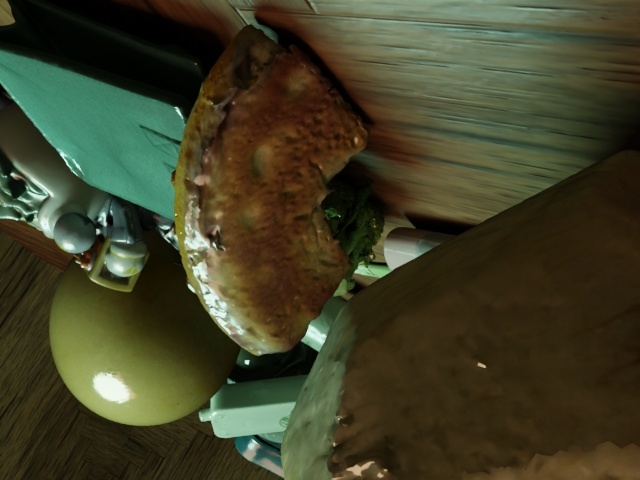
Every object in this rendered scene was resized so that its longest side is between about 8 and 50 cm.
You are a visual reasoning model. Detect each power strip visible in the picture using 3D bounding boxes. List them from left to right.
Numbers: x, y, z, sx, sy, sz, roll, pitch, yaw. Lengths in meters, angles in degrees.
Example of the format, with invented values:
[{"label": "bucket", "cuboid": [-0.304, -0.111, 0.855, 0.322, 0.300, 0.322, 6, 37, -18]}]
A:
[{"label": "power strip", "cuboid": [-0.009, 0.264, 1.374, 0.385, 0.062, 0.091, -6, 139, -2]}]

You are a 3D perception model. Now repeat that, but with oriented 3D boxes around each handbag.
[{"label": "handbag", "cuboid": [-0.176, -0.121, 0.828, 0.274, 0.100, 0.269, 21, 159, 25]}]

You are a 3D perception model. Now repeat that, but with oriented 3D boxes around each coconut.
[{"label": "coconut", "cuboid": [0.191, 0.146, 0.519, 0.415, 0.415, 0.345, 39, -167, -28]}]

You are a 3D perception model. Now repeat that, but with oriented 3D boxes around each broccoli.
[{"label": "broccoli", "cuboid": [0.000, 0.000, 0.828, 0.131, 0.120, 0.130, -8, 142, -3]}]

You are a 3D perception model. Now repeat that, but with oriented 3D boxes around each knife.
[{"label": "knife", "cuboid": [0.073, 0.037, 1.015, 0.030, 0.014, 0.207, 39, 164, -27]}]

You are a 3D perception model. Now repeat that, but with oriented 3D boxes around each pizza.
[{"label": "pizza", "cuboid": [-0.047, -0.031, 0.702, 0.085, 0.161, 0.305, 45, 140, 50]}]

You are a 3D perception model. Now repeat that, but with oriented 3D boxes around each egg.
[{"label": "egg", "cuboid": [-0.272, 0.120, 1.329, 0.301, 0.301, 0.374, 38, -157, -27]}]

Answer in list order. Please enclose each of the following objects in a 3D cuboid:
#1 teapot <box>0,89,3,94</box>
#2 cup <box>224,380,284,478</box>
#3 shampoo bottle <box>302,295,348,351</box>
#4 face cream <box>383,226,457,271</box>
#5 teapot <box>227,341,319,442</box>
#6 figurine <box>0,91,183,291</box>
[{"label": "teapot", "cuboid": [-0.557, -0.209, 1.117, 0.183, 0.183, 0.251, 9, 142, 52]}, {"label": "cup", "cuboid": [-0.046, 0.354, 1.774, 0.292, 0.242, 0.308, 30, 177, -10]}, {"label": "shampoo bottle", "cuboid": [-0.029, 0.092, 1.183, 0.262, 0.085, 0.085, 30, 166, 25]}, {"label": "face cream", "cuboid": [0.150, 0.031, 0.775, 0.198, 0.057, 0.084, 11, 155, 48]}, {"label": "teapot", "cuboid": [-0.103, 0.193, 1.531, 0.305, 0.223, 0.285, 52, 172, 37]}, {"label": "figurine", "cuboid": [-0.299, -0.055, 1.094, 0.382, 0.186, 0.261, 32, 176, -30]}]
